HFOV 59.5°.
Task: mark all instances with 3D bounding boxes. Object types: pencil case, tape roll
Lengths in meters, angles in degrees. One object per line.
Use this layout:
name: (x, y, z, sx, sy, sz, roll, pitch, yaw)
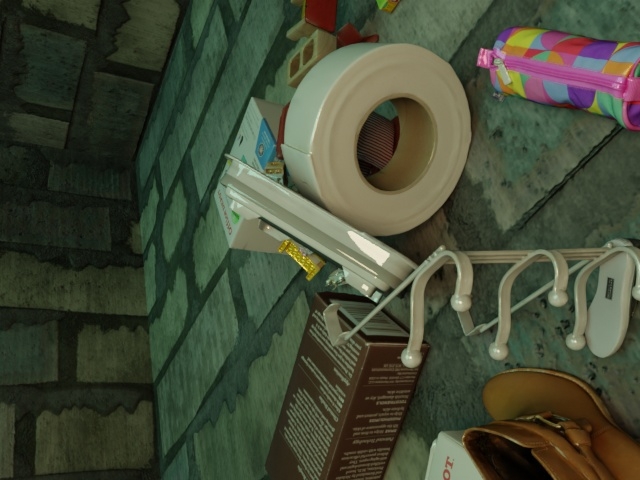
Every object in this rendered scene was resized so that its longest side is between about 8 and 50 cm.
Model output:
pencil case: (0.307, -0.204, 0.684, 0.236, 0.104, 0.105, 39, 117, 54)
tape roll: (0.089, -0.153, 0.855, 0.100, 0.286, 0.286, 35, 113, 56)

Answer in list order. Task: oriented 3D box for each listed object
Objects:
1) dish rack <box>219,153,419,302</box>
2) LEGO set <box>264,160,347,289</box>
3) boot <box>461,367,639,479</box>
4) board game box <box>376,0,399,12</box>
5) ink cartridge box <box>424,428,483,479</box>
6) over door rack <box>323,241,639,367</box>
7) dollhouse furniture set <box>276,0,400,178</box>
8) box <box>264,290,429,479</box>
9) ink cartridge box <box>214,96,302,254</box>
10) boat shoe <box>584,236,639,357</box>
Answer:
dish rack: (0.000, 0.000, 0.871, 0.332, 0.285, 0.072, 32, 88, 13)
LEGO set: (-0.028, -0.040, 1.117, 0.132, 0.107, 0.287, -15, 112, 49)
boot: (0.227, 0.218, 0.604, 0.283, 0.220, 0.109, 32, 111, 57)
board game box: (0.133, -0.592, 1.122, 0.124, 0.039, 0.260, -46, 49, 45)
ink cartridge box: (0.248, 0.372, 0.632, 0.289, 0.121, 0.211, 20, 101, 59)
over door rack: (0.174, 0.092, 0.661, 0.324, 0.239, 0.108, 139, 128, -63)
dollhouse furniture set: (0.050, -0.310, 1.056, 0.152, 0.201, 0.374, -23, 58, 56)
box: (0.035, 0.306, 0.994, 0.191, 0.143, 0.382, 39, 115, 55)
ink cartridge box: (-0.088, -0.132, 1.235, 0.270, 0.197, 0.198, -62, 36, 32)
boat shoe: (0.335, 0.065, 0.626, 0.049, 0.040, 0.142, -140, 49, -62)
